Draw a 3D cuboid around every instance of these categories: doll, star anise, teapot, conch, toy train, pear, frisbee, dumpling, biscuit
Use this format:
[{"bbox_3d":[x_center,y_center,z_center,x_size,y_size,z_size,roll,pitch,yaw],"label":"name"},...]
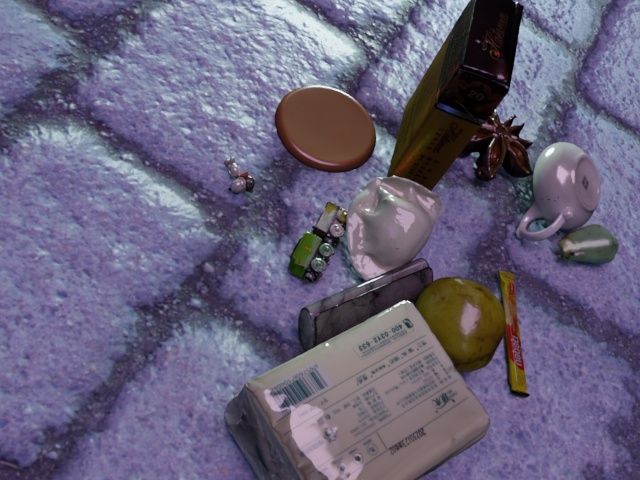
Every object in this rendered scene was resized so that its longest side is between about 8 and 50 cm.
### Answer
[{"bbox_3d":[-0.173,-0.138,1.646,0.058,0.040,0.085,-7,64,-12],"label":"doll"},{"bbox_3d":[0.412,-0.233,1.882,0.214,0.099,0.220,0,66,-4],"label":"star anise"},{"bbox_3d":[0.568,-0.117,1.836,0.166,0.208,0.300,13,54,42],"label":"teapot"},{"bbox_3d":[0.635,0.006,1.833,0.170,0.079,0.106,-3,49,-17],"label":"conch"},{"bbox_3d":[0.000,0.000,1.613,0.081,0.060,0.202,26,54,3],"label":"toy train"},{"bbox_3d":[0.274,0.167,1.538,0.200,0.200,0.200,9,59,-15],"label":"pear"},{"bbox_3d":[0.015,-0.267,1.800,0.250,0.021,0.251,8,58,-14],"label":"frisbee"},{"bbox_3d":[0.140,-0.031,1.638,0.179,0.131,0.252,38,78,-7],"label":"dumpling"},{"bbox_3d":[0.418,0.198,1.669,0.048,0.026,0.292,21,54,-31],"label":"biscuit"}]

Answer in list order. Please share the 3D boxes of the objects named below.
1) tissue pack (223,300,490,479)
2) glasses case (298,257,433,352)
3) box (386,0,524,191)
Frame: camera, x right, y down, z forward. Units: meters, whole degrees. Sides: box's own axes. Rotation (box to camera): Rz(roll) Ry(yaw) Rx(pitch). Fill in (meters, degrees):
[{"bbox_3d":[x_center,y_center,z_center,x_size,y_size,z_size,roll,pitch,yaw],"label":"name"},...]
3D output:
[{"bbox_3d":[0.067,0.321,1.360,0.380,0.207,0.297,-21,68,-29],"label":"tissue pack"},{"bbox_3d":[0.094,0.130,1.547,0.299,0.114,0.060,-21,44,-28],"label":"glasses case"},{"bbox_3d":[0.288,-0.315,1.684,0.115,0.415,0.264,23,56,-6],"label":"box"}]
